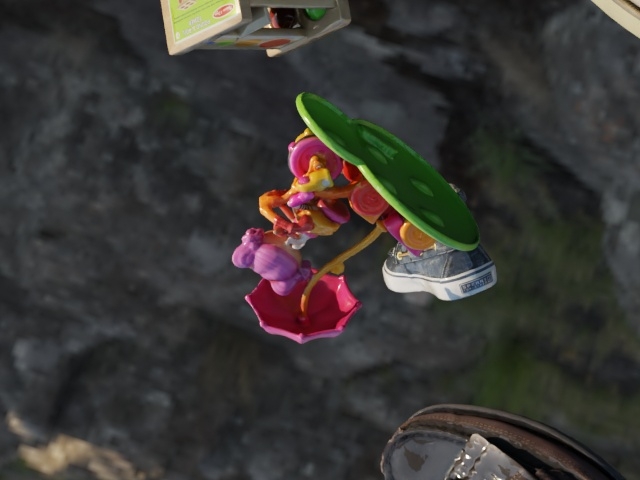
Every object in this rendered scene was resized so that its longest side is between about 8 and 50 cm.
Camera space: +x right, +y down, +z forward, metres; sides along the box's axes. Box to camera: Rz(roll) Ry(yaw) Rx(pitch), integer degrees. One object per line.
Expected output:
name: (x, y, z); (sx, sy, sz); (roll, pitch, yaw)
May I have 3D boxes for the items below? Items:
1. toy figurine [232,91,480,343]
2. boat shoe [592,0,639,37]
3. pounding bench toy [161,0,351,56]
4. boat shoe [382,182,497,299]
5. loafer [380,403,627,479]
toy figurine: (0.000, 0.000, 1.284); (0.173, 0.159, 0.130); (34, -159, -26)
boat shoe: (0.196, -0.182, 0.980); (0.302, 0.113, 0.103); (31, 129, 21)
pounding bench toy: (-0.017, -0.111, 0.726); (0.065, 0.052, 0.083); (-4, 171, -39)
boat shoe: (0.090, -0.004, 1.439); (0.065, 0.083, 0.183); (-20, -172, -15)
loafer: (0.155, 0.197, 1.100); (0.302, 0.109, 0.095); (30, -157, 26)
